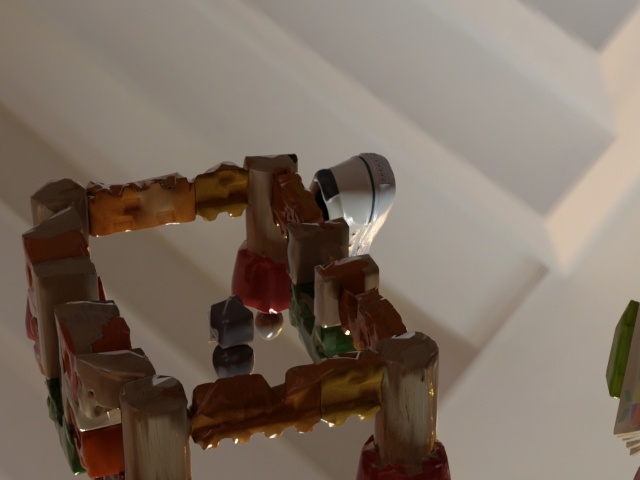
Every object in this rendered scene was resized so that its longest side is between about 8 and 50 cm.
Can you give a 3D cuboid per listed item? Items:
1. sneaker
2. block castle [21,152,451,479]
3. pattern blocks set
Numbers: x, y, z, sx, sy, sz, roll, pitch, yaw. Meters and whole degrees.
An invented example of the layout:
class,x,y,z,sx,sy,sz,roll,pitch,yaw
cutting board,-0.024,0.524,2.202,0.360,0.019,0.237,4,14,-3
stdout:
class,x,y,z,sx,sy,sz,roll,pitch,yaw
sneaker,0.000,0.000,1.959,0.258,0.091,0.094,109,147,-46
block castle,-0.093,0.113,1.657,0.453,0.303,0.213,-125,31,-56
pattern blocks set,0.283,0.086,1.519,0.026,0.325,0.285,13,179,-3
